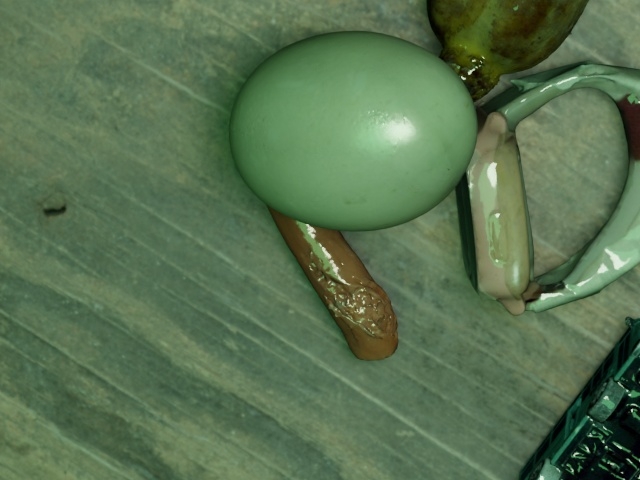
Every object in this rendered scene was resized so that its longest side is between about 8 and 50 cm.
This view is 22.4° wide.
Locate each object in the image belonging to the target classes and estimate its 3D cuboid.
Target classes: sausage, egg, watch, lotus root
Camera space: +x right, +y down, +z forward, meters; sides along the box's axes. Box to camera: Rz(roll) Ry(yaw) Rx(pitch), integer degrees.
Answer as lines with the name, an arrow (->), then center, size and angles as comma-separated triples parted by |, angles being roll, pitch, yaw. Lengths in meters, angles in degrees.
sausage -> 0.000, 0.000, 1.788 | 0.078, 0.078, 0.304 | -28, 96, 14
egg -> 0.030, -0.109, 1.628 | 0.282, 0.203, 0.203 | -2, 105, 41
watch -> 0.267, -0.063, 1.705 | 0.241, 0.162, 0.253 | -8, 104, -2
lotus root -> 0.196, -0.287, 1.651 | 0.173, 0.173, 0.309 | 24, 107, 3

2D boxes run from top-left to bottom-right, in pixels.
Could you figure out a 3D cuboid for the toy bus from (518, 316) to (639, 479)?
toy bus -> 0.324, 0.212, 1.745 | 0.128, 0.147, 0.256 | 33, 111, 0
